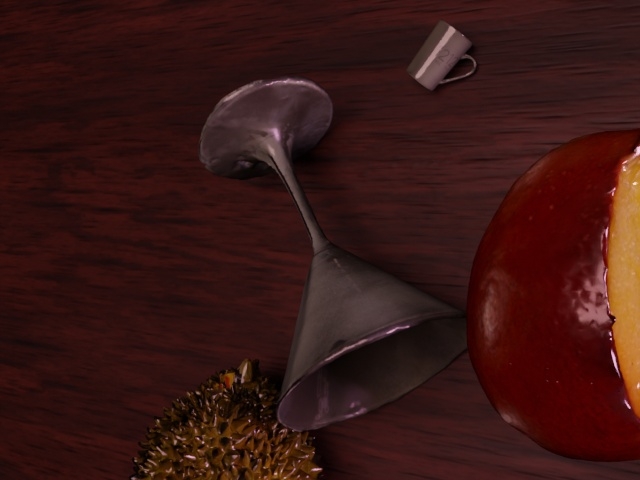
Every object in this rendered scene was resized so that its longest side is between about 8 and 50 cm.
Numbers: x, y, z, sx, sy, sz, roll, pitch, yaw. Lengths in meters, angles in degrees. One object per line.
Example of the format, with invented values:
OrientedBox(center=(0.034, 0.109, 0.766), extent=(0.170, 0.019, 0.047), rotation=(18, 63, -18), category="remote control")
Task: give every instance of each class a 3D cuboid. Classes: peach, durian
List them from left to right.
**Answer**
OrientedBox(center=(-0.122, 0.313, 0.988), extent=(0.258, 0.258, 0.293), rotation=(-35, 56, 22), category="durian")
OrientedBox(center=(0.295, 0.046, 0.735), extent=(0.281, 0.281, 0.338), rotation=(41, 122, 30), category="peach")

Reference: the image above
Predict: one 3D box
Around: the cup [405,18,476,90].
OrientedBox(center=(0.166, -0.244, 1.006), extent=(0.083, 0.075, 0.054), rotation=(-52, 24, 18), category="cup")

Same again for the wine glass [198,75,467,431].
OrientedBox(center=(0.000, 0.000, 0.956), extent=(0.267, 0.267, 0.406), rotation=(-36, 60, 22), category="wine glass")
